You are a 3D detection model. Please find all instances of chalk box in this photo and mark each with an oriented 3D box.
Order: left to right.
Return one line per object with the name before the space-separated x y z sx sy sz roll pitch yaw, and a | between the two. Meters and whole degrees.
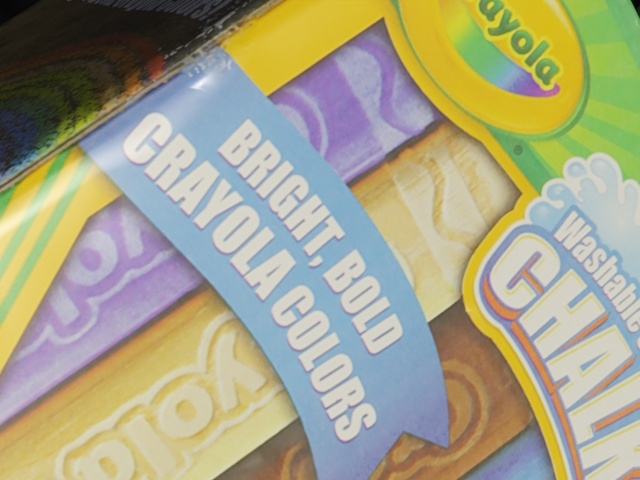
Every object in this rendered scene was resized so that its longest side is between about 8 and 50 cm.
chalk box | 0.000 0.000 0.499 0.289 0.179 0.180 -34 21 -12
